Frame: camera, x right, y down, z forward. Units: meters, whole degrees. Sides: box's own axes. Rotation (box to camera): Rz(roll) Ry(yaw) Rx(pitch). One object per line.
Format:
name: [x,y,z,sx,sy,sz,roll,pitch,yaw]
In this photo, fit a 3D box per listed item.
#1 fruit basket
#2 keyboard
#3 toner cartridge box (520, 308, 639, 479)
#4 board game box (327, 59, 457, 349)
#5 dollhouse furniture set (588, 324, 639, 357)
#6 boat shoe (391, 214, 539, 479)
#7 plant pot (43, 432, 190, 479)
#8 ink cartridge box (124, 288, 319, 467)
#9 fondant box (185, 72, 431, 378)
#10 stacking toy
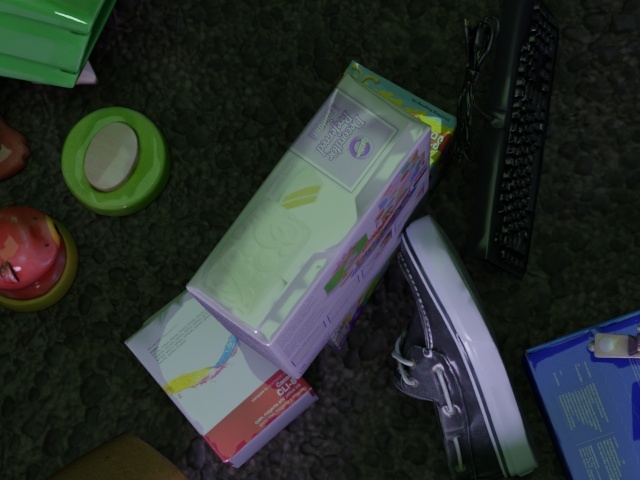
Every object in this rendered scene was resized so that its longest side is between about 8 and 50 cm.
fruit basket: [-0.383,-0.386,1.695,0.392,0.283,0.392,6,68,-15]
keyboard: [0.206,-0.129,1.653,0.033,0.201,0.317,0,77,37]
toner cartridge box: [0.357,0.259,1.621,0.165,0.075,0.347,-19,78,-1]
board game box: [0.028,-0.037,1.669,0.144,0.142,0.275,30,83,9]
dollhouse furniture set: [0.318,0.149,1.572,0.081,0.091,0.114,1,82,20]
boat shoe: [0.133,0.133,1.573,0.119,0.121,0.335,-20,115,6]
plant pot: [-0.249,0.341,1.594,0.237,0.237,0.254,38,69,10]
ink cartridge box: [-0.107,0.144,1.652,0.127,0.128,0.176,-41,79,-4]
fondant box: [0.000,0.000,1.424,0.096,0.330,0.238,36,83,8]
stacking toy: [-0.342,-0.106,1.718,0.279,0.130,0.309,-37,79,-3]
